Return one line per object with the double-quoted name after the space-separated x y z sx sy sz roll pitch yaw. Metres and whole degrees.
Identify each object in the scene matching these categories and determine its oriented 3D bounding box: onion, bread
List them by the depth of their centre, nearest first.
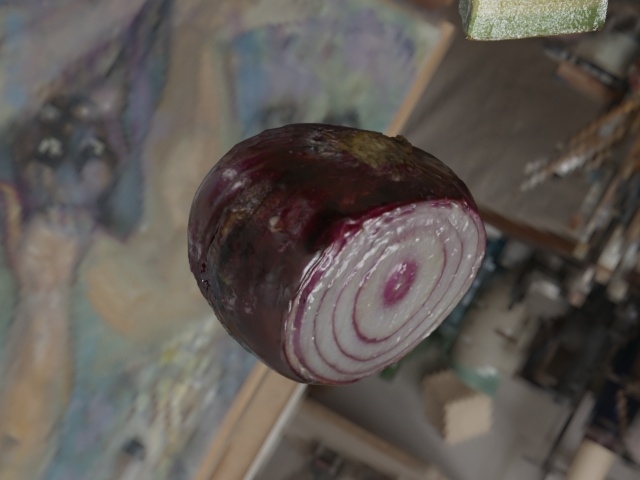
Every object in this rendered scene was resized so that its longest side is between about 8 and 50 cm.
0.198 -0.214 1.539 0.139 0.074 0.084 8 -154 -6 "bread"
0.000 0.000 1.933 0.336 0.282 0.260 -17 -139 -39 "onion"
